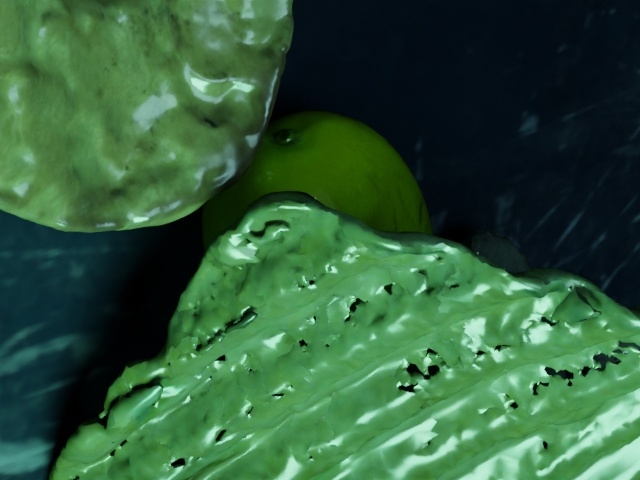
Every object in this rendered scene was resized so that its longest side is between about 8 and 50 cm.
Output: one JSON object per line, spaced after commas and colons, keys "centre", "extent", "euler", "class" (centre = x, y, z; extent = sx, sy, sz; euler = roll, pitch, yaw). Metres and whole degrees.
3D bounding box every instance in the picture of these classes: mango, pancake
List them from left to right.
{"centre": [-0.104, -0.116, 0.817], "extent": [0.242, 0.050, 0.242], "euler": [-12, 108, -42], "class": "pancake"}
{"centre": [0.002, -0.006, 0.959], "extent": [0.163, 0.089, 0.117], "euler": [23, 88, -58], "class": "mango"}

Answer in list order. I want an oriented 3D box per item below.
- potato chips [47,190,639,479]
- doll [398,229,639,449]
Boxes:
{"centre": [0.052, 0.149, 0.951], "extent": [0.373, 0.097, 0.389], "euler": [15, 123, -23], "class": "potato chips"}
{"centre": [0.138, 0.163, 1.110], "extent": [0.246, 0.158, 0.340], "euler": [-39, 131, -25], "class": "doll"}
